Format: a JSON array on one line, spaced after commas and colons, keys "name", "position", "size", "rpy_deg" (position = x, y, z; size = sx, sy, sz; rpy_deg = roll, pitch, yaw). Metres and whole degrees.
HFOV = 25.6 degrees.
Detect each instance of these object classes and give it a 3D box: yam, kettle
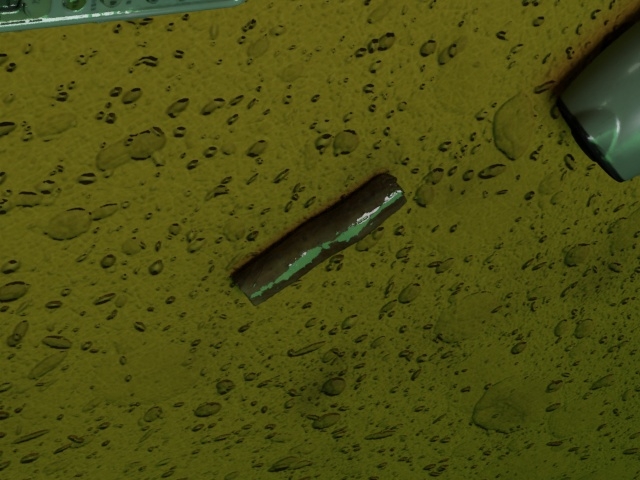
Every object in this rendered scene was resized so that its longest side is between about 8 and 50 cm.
[{"name": "yam", "position": [0.000, 0.000, 1.728], "size": [0.241, 0.057, 0.057], "rpy_deg": [-35, 142, 4]}, {"name": "kettle", "position": [0.418, -0.184, 1.731], "size": [0.236, 0.161, 0.221], "rpy_deg": [-39, 173, 12]}]

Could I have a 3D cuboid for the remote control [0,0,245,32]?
[{"name": "remote control", "position": [-0.213, -0.261, 1.281], "size": [0.335, 0.065, 0.128], "rpy_deg": [-10, 140, -25]}]
